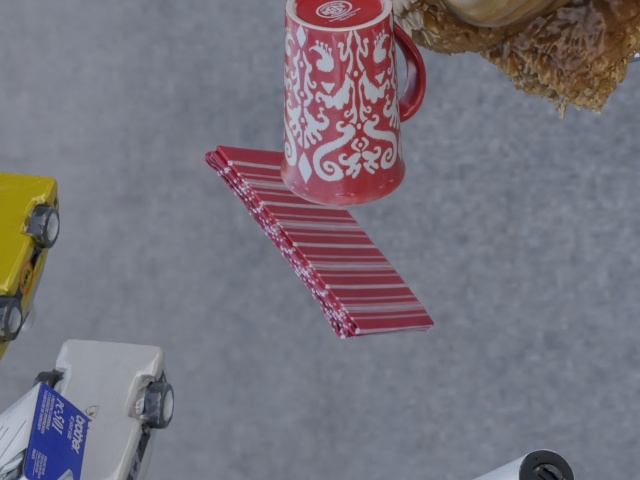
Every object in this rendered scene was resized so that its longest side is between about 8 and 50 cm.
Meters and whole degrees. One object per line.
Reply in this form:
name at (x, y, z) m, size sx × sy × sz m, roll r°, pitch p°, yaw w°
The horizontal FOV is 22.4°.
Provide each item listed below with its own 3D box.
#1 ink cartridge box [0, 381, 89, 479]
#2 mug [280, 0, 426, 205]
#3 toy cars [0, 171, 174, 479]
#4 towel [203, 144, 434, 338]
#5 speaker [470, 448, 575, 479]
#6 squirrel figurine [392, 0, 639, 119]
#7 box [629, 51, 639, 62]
ink cartridge box at (-0.236, 0.186, 1.022) m, size 0.207 × 0.046 × 0.097 m, roll -38°, pitch 25°, yaw 20°
mug at (0.022, -0.141, 1.415) m, size 0.113 × 0.150 × 0.169 m, roll 9°, pitch 128°, yaw 15°
toy cars at (-0.217, 0.103, 1.229) m, size 0.394 × 0.176 × 0.087 m, roll 53°, pitch 163°, yaw 38°
towel at (0.000, 0.000, 1.798) m, size 0.031 × 0.199 × 0.275 m, roll -46°, pitch 69°, yaw 22°
speaker at (0.167, 0.220, 1.400) m, size 0.136 × 0.055 × 0.055 m, roll 136°, pitch 124°, yaw -63°
squirrel figurine at (0.260, -0.297, 1.479) m, size 0.397 × 0.370 × 0.281 m, roll 124°, pitch 134°, yaw -58°
box at (0.350, -0.252, 1.957) m, size 0.018 × 0.067 × 0.083 m, roll -81°, pitch -22°, yaw -68°
